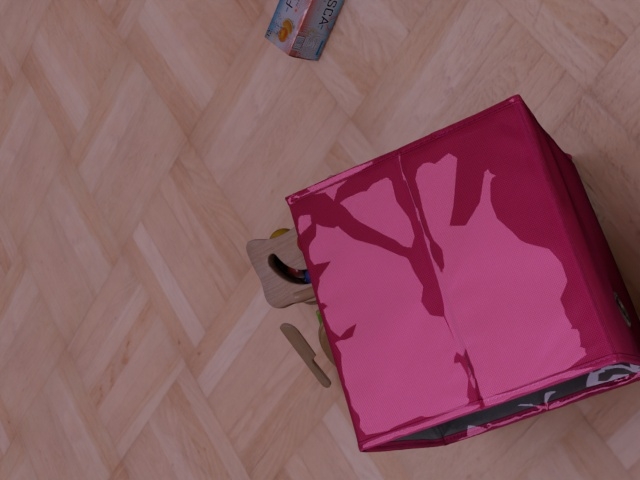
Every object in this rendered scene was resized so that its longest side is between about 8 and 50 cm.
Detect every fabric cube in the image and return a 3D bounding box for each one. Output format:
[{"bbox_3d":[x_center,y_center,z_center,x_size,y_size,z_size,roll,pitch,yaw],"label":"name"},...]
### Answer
[{"bbox_3d":[0.157,0.048,1.044,0.259,0.254,0.258,-23,71,20],"label":"fabric cube"}]

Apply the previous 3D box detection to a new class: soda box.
[{"bbox_3d":[-0.005,-0.336,1.397,0.063,0.058,0.183,44,118,37],"label":"soda box"}]

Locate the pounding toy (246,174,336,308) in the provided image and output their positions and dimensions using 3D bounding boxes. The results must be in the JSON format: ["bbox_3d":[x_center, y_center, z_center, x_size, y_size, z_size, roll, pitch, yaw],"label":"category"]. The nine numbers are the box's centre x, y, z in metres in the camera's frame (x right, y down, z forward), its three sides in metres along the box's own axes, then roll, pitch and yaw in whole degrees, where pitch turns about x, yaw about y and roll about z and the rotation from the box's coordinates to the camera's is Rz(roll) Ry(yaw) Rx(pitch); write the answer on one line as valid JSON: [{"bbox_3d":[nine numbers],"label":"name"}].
[{"bbox_3d":[0.000,0.000,1.317,0.270,0.155,0.154,-13,83,43],"label":"pounding toy"}]

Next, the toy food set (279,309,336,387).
[{"bbox_3d":[0.056,0.126,1.311,0.192,0.038,0.132,-10,124,37],"label":"toy food set"}]
